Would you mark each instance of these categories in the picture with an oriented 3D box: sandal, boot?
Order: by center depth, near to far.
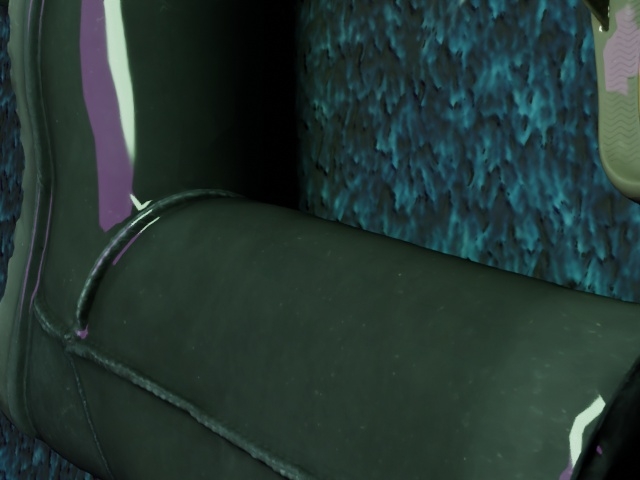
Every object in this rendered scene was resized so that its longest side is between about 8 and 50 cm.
[{"bbox_3d":[0.129,-0.123,0.727,0.090,0.060,0.219,-5,81,53],"label":"sandal"},{"bbox_3d":[0.000,0.002,0.810,0.445,0.146,0.367,26,114,55],"label":"boot"}]

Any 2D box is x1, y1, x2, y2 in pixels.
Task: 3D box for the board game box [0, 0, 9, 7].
[{"bbox_3d":[-0.201,-0.271,1.225,0.186,0.026,0.126,-49,48,38],"label":"board game box"}]
